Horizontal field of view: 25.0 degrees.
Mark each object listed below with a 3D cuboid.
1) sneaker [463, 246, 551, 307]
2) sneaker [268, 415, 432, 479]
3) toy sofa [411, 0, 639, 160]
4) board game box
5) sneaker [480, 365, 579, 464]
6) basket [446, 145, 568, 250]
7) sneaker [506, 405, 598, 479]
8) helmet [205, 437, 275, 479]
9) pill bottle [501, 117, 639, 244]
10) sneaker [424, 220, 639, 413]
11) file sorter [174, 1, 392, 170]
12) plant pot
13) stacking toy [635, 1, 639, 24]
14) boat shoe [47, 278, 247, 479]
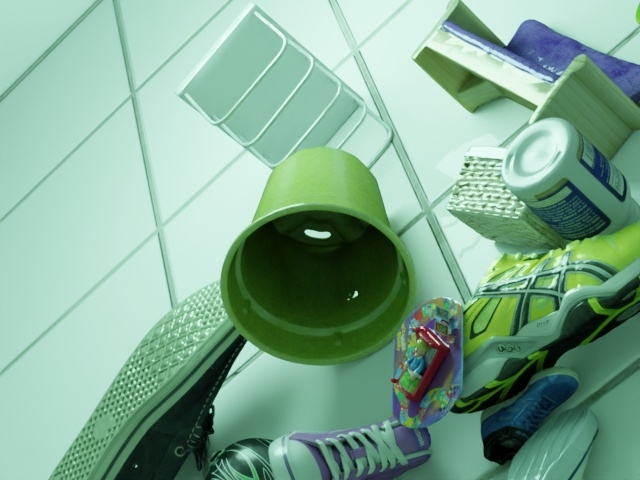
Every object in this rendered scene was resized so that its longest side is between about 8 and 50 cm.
[{"bbox_3d":[0.231,0.088,1.906,0.212,0.080,0.094,-38,22,13],"label":"sneaker"},{"bbox_3d":[0.048,0.260,1.794,0.161,0.282,0.102,-28,77,18],"label":"sneaker"},{"bbox_3d":[0.303,-0.243,2.043,0.177,0.150,0.362,-52,33,2],"label":"toy sofa"},{"bbox_3d":[0.120,0.147,1.781,0.133,0.033,0.169,-28,50,47],"label":"board game box"},{"bbox_3d":[0.255,0.219,1.750,0.152,0.058,0.084,-35,31,31],"label":"sneaker"},{"bbox_3d":[0.267,-0.056,1.949,0.167,0.113,0.103,12,73,54],"label":"basket"},{"bbox_3d":[0.263,0.299,1.649,0.094,0.091,0.258,-21,24,45],"label":"sneaker"},{"bbox_3d":[-0.074,0.350,1.951,0.169,0.169,0.161,-53,16,-1],"label":"helmet"},{"bbox_3d":[0.324,-0.060,1.813,0.112,0.186,0.112,-31,39,29],"label":"pill bottle"},{"bbox_3d":[0.281,0.060,1.752,0.384,0.145,0.147,-35,67,18],"label":"sneaker"},{"bbox_3d":[-0.051,-0.207,2.321,0.193,0.277,0.173,-49,35,5],"label":"file sorter"},{"bbox_3d":[0.000,0.000,2.115,0.276,0.276,0.254,-37,24,22],"label":"plant pot"},{"bbox_3d":[0.573,-0.390,1.940,0.309,0.130,0.279,-62,8,-19],"label":"stacking toy"},{"bbox_3d":[-0.234,0.269,2.204,0.500,0.156,0.187,-54,27,4],"label":"boat shoe"}]
